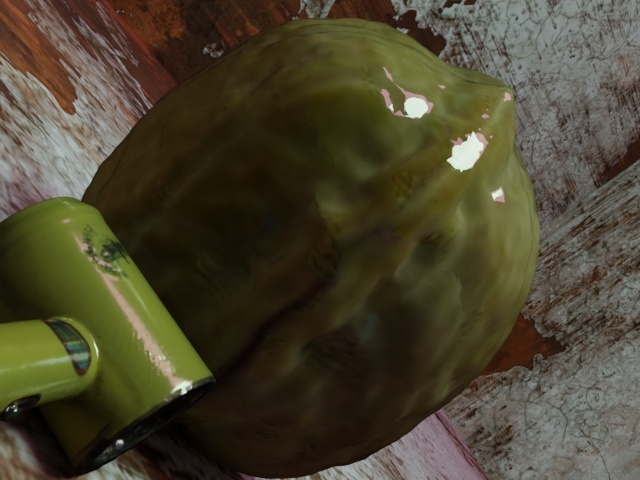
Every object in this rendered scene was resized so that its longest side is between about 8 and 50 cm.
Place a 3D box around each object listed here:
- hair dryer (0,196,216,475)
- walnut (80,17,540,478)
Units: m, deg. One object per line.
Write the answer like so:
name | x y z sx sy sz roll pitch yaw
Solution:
hair dryer | -0.153 0.048 0.425 0.135 0.090 0.278 55 10 8
walnut | 0.001 -0.001 0.679 0.306 0.344 0.306 46 22 -24
